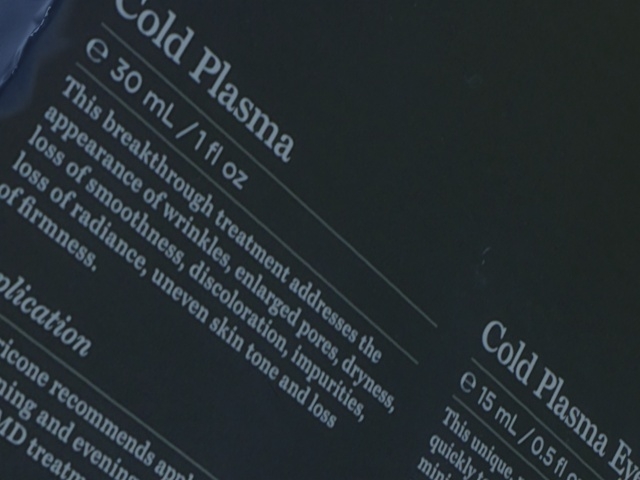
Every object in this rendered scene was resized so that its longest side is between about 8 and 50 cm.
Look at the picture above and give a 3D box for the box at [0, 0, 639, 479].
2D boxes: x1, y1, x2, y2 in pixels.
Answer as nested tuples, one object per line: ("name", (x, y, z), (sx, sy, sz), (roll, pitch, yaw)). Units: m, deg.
("box", (0.000, 0.000, 0.643), (0.179, 0.343, 0.312), (5, 59, 51))
